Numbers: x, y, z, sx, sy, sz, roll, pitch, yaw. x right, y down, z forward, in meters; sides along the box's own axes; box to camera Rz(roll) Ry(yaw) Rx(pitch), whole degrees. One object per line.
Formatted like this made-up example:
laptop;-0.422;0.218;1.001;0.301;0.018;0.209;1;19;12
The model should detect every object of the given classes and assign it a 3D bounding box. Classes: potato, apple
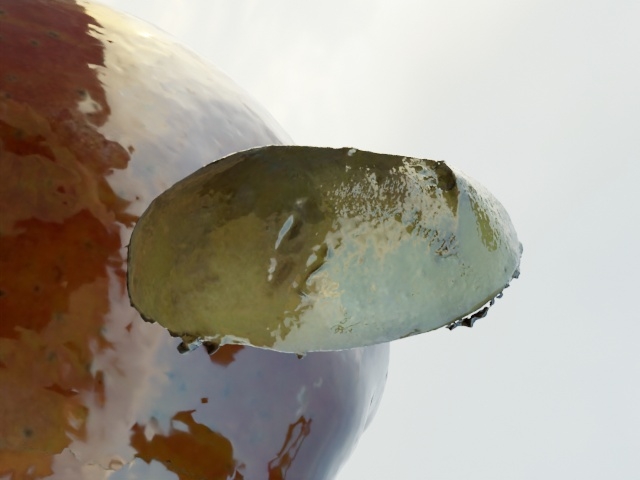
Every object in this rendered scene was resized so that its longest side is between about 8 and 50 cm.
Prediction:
potato;-0.001;0.001;0.384;0.037;0.093;0.036;-91;175;-51
apple;-0.146;0.043;0.936;0.328;0.365;0.295;-58;180;6
